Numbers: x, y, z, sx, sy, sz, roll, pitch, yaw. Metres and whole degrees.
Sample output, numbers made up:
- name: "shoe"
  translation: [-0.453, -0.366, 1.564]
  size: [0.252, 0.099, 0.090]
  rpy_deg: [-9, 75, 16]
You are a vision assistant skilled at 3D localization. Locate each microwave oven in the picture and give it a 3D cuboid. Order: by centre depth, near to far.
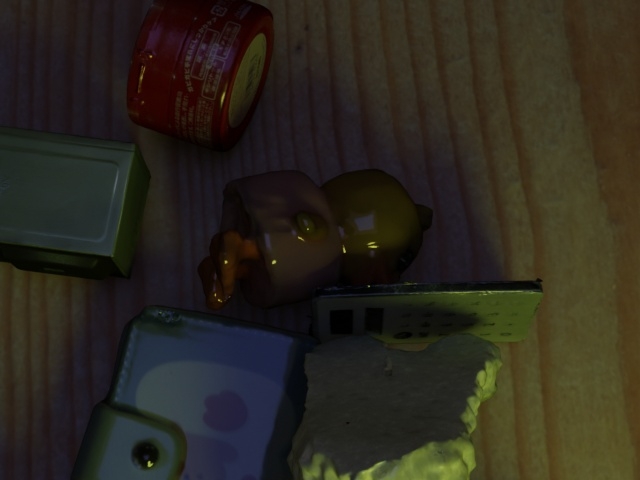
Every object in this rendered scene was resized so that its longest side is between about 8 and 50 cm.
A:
- name: "microwave oven"
  translation: [-0.322, -0.043, 1.269]
  size: [0.205, 0.129, 0.163]
  rpy_deg: [9, 75, 3]

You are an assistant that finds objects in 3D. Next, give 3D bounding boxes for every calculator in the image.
- name: "calculator"
  translation: [0.114, 0.085, 1.213]
  size: [0.262, 0.161, 0.021]
  rpy_deg: [-2, 64, 0]

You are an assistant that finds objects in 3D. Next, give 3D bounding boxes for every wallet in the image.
- name: "wallet"
  translation: [-0.150, 0.262, 1.201]
  size: [0.252, 0.083, 0.360]
  rpy_deg: [13, 73, -1]

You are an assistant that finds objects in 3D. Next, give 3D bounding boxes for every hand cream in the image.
- name: "hand cream"
  translation: [-0.143, -0.211, 1.290]
  size: [0.125, 0.193, 0.193]
  rpy_deg: [21, 74, 7]

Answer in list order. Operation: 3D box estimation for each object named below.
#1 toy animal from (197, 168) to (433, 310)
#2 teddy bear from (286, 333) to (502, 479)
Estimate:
- name: "toy animal"
  translation: [0.001, -0.004, 1.237]
  size: [0.281, 0.195, 0.169]
  rpy_deg: [-1, 71, -16]
- name: "teddy bear"
  translation: [0.070, 0.331, 1.097]
  size: [0.327, 0.375, 0.362]
  rpy_deg: [-1, 107, 13]
